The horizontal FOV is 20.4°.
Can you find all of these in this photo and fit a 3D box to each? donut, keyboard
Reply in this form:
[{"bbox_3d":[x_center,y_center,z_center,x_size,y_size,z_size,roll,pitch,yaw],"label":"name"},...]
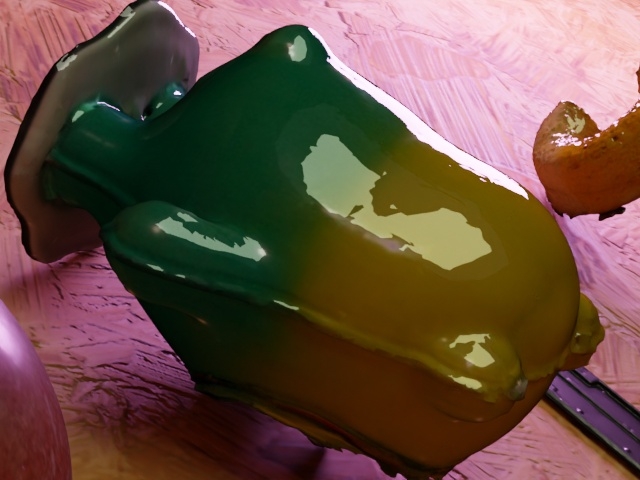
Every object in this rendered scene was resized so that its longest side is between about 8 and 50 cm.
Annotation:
[{"bbox_3d":[0.261,-0.089,1.533,0.078,0.181,0.146,55,29,-26],"label":"donut"},{"bbox_3d":[0.226,0.144,1.245,0.202,0.011,0.067,40,31,28],"label":"keyboard"}]

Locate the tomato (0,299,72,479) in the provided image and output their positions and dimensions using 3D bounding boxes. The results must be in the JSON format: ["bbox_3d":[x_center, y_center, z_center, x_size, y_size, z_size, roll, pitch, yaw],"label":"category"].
[{"bbox_3d":[-0.225,0.093,0.694,0.270,0.227,0.270,20,29,-12],"label":"tomato"}]

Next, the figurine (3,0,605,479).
[{"bbox_3d":[0.000,0.000,1.072,0.340,0.231,0.323,27,20,17],"label":"figurine"}]
